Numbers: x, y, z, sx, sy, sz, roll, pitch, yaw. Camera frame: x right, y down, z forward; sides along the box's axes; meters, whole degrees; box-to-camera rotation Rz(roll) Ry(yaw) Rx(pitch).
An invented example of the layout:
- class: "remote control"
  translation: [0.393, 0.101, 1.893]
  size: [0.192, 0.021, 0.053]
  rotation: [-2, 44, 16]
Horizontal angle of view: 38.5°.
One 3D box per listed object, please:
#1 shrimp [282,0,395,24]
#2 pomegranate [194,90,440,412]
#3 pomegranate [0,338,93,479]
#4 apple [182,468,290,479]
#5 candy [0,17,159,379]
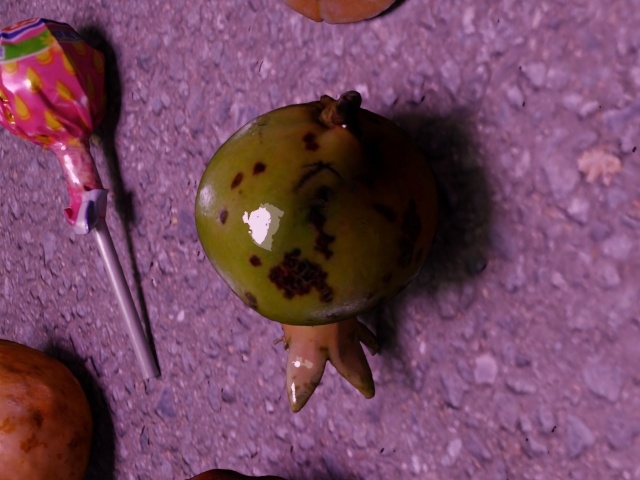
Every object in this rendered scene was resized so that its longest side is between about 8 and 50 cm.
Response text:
- class: "shrimp"
  translation: [0.027, -0.279, 0.583]
  size: [0.169, 0.058, 0.296]
  rotation: [38, 128, 28]
- class: "pomegranate"
  translation: [0.008, 0.011, 0.593]
  size: [0.156, 0.156, 0.220]
  rotation: [7, 121, 47]
- class: "pomegranate"
  translation: [-0.368, 0.220, 0.987]
  size: [0.248, 0.248, 0.248]
  rotation: [12, 107, 46]
- class: "apple"
  translation: [-0.060, 0.280, 0.681]
  size: [0.230, 0.230, 0.229]
  rotation: [12, 107, 46]
- class: "candy"
  translation: [-0.227, -0.037, 0.894]
  size: [0.124, 0.124, 0.365]
  rotation: [-13, 97, 49]
